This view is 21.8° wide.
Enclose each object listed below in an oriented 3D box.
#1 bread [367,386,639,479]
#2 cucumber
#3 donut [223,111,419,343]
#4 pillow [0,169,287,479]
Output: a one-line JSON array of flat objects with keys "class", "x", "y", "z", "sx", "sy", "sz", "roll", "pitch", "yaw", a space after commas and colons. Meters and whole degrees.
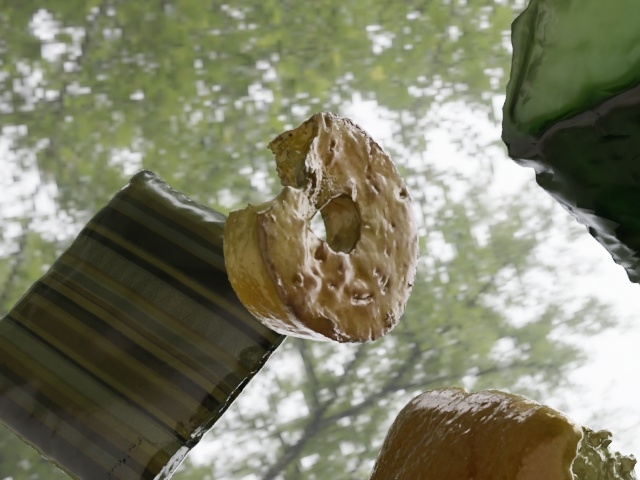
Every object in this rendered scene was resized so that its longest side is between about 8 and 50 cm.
[{"class": "bread", "x": 0.118, "y": 0.196, "z": 1.176, "sx": 0.174, "sy": 0.121, "sz": 0.245, "roll": -62, "pitch": -156, "yaw": -11}, {"class": "cucumber", "x": 0.135, "y": -0.021, "z": 0.435, "sx": 0.063, "sy": 0.244, "sz": 0.115, "roll": 5, "pitch": -113, "yaw": 39}, {"class": "donut", "x": 0.000, "y": 0.000, "z": 0.751, "sx": 0.043, "sy": 0.108, "sz": 0.097, "roll": -13, "pitch": -58, "yaw": 43}, {"class": "pillow", "x": -0.123, "y": 0.061, "z": 1.109, "sx": 0.208, "sy": 0.052, "sz": 0.212, "roll": 28, "pitch": -109, "yaw": 40}]
